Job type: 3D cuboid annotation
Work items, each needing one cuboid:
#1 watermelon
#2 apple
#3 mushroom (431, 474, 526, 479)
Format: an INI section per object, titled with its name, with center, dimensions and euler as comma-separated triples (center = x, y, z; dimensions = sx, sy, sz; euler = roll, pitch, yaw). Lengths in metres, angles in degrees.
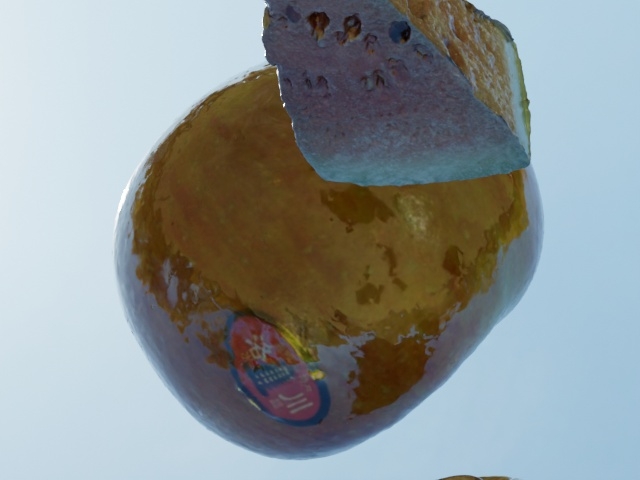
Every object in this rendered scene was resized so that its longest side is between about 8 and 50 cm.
[watermelon]
center = 0.031, -0.135, 1.223
dimensions = 0.154, 0.241, 0.094
euler = -13, -128, 19
[apple]
center = 0.000, 0.000, 1.702
dimensions = 0.333, 0.400, 0.400
euler = 51, -128, -2
[mushroom]
center = 0.150, 0.271, 1.505
dimensions = 0.189, 0.195, 0.253
euler = -18, -155, -12
